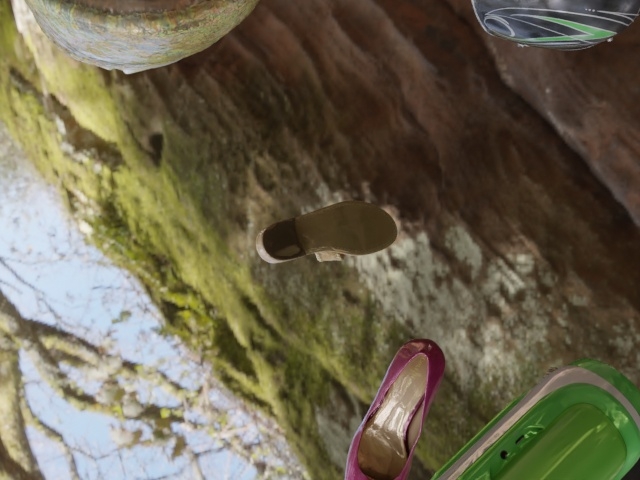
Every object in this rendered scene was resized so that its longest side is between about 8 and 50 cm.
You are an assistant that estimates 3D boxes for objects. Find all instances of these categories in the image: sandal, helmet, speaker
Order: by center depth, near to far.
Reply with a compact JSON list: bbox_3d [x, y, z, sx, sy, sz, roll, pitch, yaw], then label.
[{"bbox_3d":[0.247,-0.270,0.870,0.162,0.169,0.169,8,-149,33],"label":"helmet"},{"bbox_3d":[0.204,0.250,0.880,0.296,0.131,0.131,-36,-141,-23],"label":"speaker"},{"bbox_3d":[-0.001,-0.006,1.342,0.240,0.088,0.079,-9,174,-31],"label":"sandal"}]

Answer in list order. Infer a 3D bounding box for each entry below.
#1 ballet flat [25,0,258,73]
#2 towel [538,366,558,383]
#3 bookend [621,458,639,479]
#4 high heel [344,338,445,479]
[{"bbox_3d":[-0.113,-0.155,0.451,0.123,0.123,0.348,-18,-136,-21],"label":"ballet flat"},{"bbox_3d":[0.435,0.403,1.531,0.324,0.056,0.312,-44,-131,-16],"label":"towel"},{"bbox_3d":[0.332,0.308,1.100,0.156,0.157,0.072,3,-112,11],"label":"bookend"},{"bbox_3d":[0.121,0.352,1.588,0.127,0.377,0.181,19,179,12],"label":"high heel"}]
